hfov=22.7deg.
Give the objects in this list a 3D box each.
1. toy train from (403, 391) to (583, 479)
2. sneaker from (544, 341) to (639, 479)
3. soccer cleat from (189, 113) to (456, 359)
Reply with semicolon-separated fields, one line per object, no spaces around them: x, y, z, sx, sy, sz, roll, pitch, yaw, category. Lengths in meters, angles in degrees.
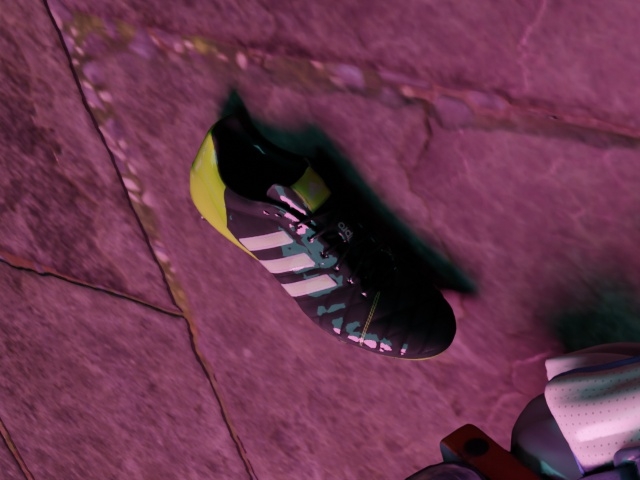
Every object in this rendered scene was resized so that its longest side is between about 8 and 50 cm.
0.130;0.225;0.880;0.142;0.190;0.334;35;150;48;toy train
0.164;0.165;0.724;0.236;0.130;0.322;52;123;27;sneaker
0.000;0.000;0.872;0.179;0.060;0.072;36;147;14;soccer cleat
